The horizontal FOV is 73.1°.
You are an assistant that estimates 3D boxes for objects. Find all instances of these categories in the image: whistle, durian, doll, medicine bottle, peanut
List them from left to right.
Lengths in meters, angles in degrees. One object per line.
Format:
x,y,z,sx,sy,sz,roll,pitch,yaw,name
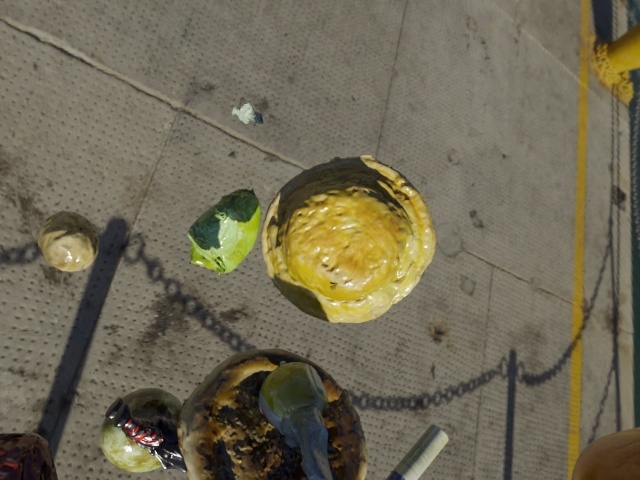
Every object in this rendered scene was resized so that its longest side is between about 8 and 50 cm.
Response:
-0.485,-0.001,0.828,0.103,0.229,0.098,-43,120,-24,peanut
-0.318,0.406,0.885,0.088,0.127,0.249,-46,112,-6,doll
-0.322,-0.026,1.485,0.339,0.256,0.204,-43,80,-2,durian
-0.039,0.294,0.707,0.122,0.123,0.223,9,35,-29,whistle
0.238,0.576,1.108,0.230,0.059,0.059,-36,99,-27,medicine bottle

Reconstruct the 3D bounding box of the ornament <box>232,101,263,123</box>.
-0.224,-0.390,1.335,0.041,0.092,0.069,-72,155,-46,ornament

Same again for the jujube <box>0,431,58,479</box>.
-0.431,0.408,0.559,0.197,0.197,0.291,5,66,-30,jujube

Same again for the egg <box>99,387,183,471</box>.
-0.539,0.573,1.314,0.289,0.237,0.239,57,43,-63,egg

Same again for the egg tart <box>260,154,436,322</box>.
0.041,-0.003,0.747,0.318,0.128,0.320,0,87,8,egg tart

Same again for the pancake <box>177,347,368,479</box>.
-0.074,0.352,0.763,0.355,0.065,0.357,14,48,-16,pancake

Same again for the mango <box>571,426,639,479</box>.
0.375,0.274,0.451,0.256,0.187,0.138,12,101,-4,mango
